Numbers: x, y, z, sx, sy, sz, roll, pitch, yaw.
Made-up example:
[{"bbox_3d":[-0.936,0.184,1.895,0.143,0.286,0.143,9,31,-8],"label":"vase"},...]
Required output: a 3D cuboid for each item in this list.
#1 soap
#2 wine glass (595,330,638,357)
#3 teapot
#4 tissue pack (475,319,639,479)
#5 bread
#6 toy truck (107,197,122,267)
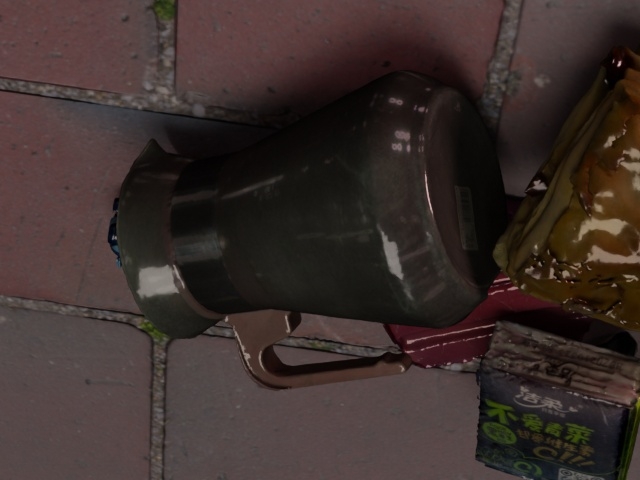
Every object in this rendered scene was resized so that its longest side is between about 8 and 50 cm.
[{"bbox_3d":[0.187,0.046,1.915,0.250,0.099,0.162,-10,132,20],"label":"soap"},{"bbox_3d":[0.382,0.190,2.018,0.183,0.122,0.122,35,130,-17],"label":"wine glass"},{"bbox_3d":[0.000,0.000,1.797,0.344,0.253,0.300,-10,106,27],"label":"teapot"},{"bbox_3d":[0.257,0.189,1.940,0.173,0.073,0.235,14,148,13],"label":"tissue pack"},{"bbox_3d":[0.365,-0.017,1.711,0.325,0.167,0.277,22,105,-22],"label":"bread"},{"bbox_3d":[-0.202,-0.001,1.960,0.056,0.073,0.090,10,148,0],"label":"toy truck"}]
